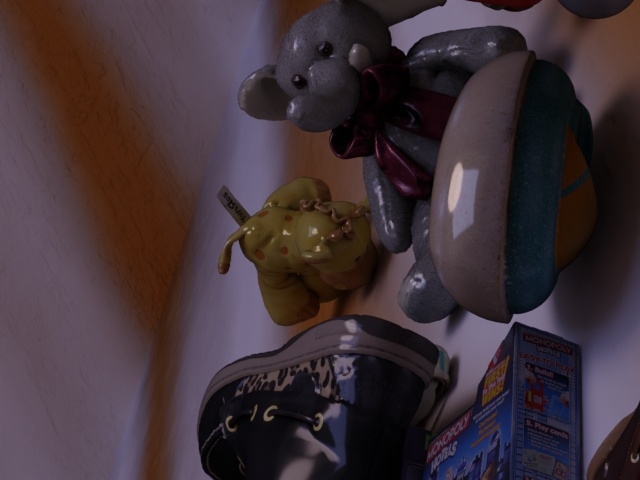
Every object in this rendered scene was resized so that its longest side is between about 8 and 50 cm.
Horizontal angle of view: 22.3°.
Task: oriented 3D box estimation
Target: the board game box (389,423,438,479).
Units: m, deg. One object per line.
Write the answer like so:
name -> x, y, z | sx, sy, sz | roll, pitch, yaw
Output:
board game box -> 0.060, 0.271, 1.440 | 0.141, 0.048, 0.170 | 122, 163, -47

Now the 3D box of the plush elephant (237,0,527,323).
plush elephant -> 0.063, -0.140, 1.589 | 0.330, 0.255, 0.272 | -87, 21, -53

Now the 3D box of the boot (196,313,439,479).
boot -> -0.036, 0.247, 1.458 | 0.377, 0.138, 0.284 | -33, 38, 53

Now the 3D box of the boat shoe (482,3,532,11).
boat shoe -> 0.245, -0.345, 1.510 | 0.307, 0.104, 0.111 | -68, 21, 0

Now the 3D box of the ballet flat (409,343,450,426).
ballet flat -> 0.072, 0.167, 1.543 | 0.052, 0.057, 0.168 | -101, 31, -49

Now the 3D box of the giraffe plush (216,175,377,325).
giraffe plush -> 0.000, 0.000, 1.918 | 0.170, 0.210, 0.181 | 0, 63, 46

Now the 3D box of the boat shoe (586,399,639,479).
boat shoe -> 0.223, 0.106, 0.959 | 0.073, 0.073, 0.207 | -92, 19, -57

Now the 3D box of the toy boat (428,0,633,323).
toy boat -> 0.165, -0.092, 1.246 | 0.267, 0.148, 0.318 | -70, -20, -53

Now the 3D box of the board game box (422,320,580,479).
board game box -> 0.138, 0.172, 1.235 | 0.194, 0.060, 0.194 | 129, 159, -56
